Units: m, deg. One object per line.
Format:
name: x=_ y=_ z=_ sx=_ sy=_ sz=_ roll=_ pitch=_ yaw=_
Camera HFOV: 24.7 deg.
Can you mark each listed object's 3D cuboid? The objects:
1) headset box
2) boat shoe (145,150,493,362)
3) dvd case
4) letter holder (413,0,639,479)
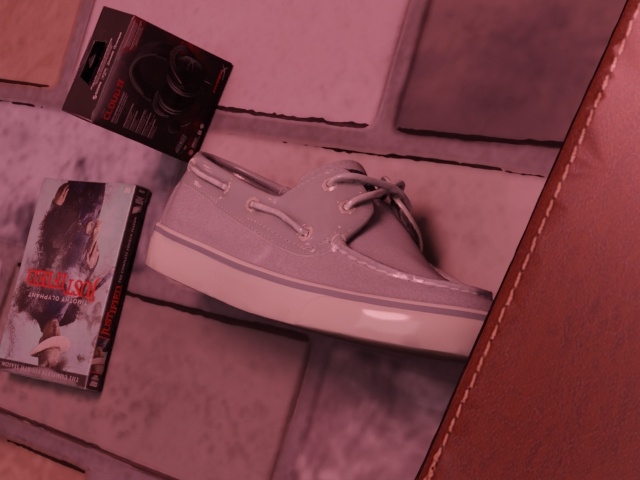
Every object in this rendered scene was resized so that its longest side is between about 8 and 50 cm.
headset box: x=-0.097 y=-0.085 z=0.795 sx=0.032 sy=0.083 sz=0.062 roll=22 pitch=90 yaw=43
boat shoe: x=0.000 y=0.000 z=0.685 sx=0.227 sy=0.079 sz=0.081 roll=16 pitch=91 yaw=46
dvd case: x=-0.145 y=0.023 z=0.848 sx=0.087 sy=0.013 sz=0.119 roll=6 pitch=81 yaw=42
letter holder: x=0.203 y=0.002 z=0.465 sx=0.214 sy=0.152 sz=0.302 roll=24 pitch=92 yaw=41
